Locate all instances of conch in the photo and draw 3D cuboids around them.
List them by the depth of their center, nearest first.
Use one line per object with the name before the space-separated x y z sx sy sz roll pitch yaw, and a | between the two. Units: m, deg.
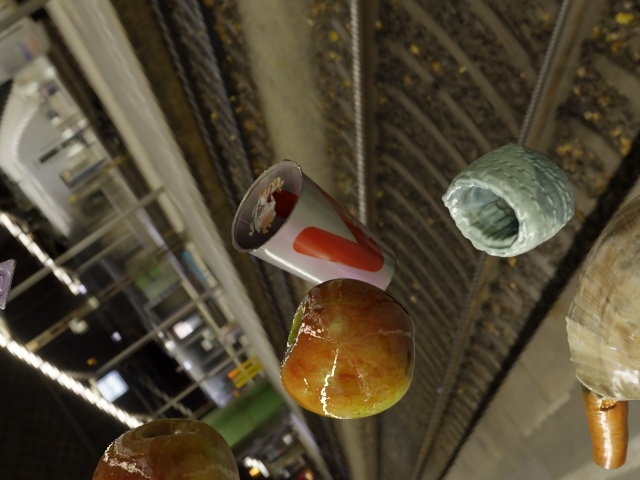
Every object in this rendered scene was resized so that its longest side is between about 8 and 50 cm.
conch | 0.425 0.061 1.179 0.263 0.324 0.186 56 -172 14

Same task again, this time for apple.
apple | 0.042 0.151 1.414 0.196 0.196 0.196 52 171 11
apple | -0.307 0.479 2.042 0.301 0.301 0.301 52 171 11

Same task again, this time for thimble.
thimble | 0.371 -0.077 2.075 0.250 0.172 0.205 23 136 45

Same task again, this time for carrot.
carrot | 0.555 0.342 1.995 0.087 0.087 0.193 -146 38 -67

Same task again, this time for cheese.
cheese | -0.641 0.076 1.925 0.191 0.105 0.042 5 169 34

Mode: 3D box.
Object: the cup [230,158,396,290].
cup | 0.000 0.000 1.973 0.288 0.203 0.203 34 -177 -31
